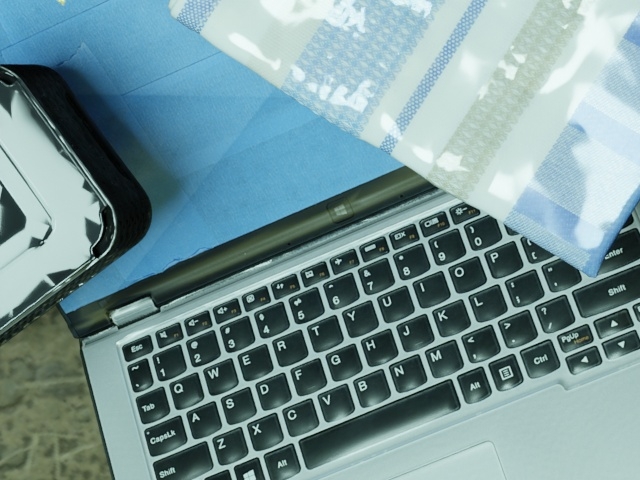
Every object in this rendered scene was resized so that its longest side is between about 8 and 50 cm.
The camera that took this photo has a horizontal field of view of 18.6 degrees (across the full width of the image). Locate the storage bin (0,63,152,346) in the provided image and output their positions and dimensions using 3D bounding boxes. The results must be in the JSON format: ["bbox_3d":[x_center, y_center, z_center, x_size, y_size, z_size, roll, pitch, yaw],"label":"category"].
[{"bbox_3d":[-0.199,-0.004,1.074,0.180,0.084,0.122,-36,89,11],"label":"storage bin"}]

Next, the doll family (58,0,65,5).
[{"bbox_3d":[-0.174,-0.166,1.045,0.193,0.111,0.076,15,84,15],"label":"doll family"}]

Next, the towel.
[{"bbox_3d":[0.080,-0.138,1.045,0.285,0.034,0.209,33,100,4],"label":"towel"}]

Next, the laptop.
[{"bbox_3d":[0.000,0.000,1.096,0.382,0.408,0.236,-23,153,10],"label":"laptop"}]
